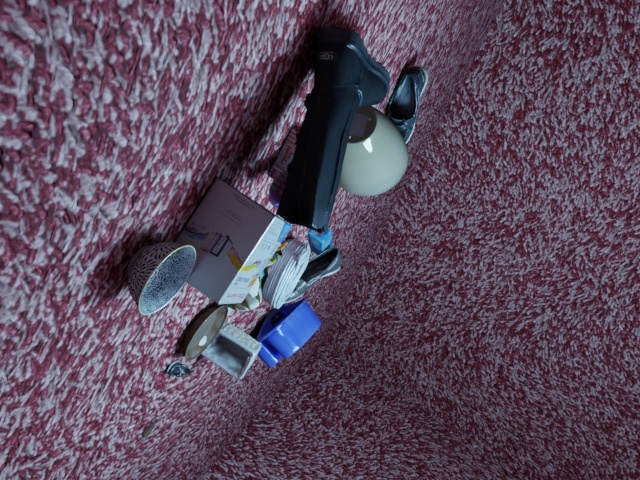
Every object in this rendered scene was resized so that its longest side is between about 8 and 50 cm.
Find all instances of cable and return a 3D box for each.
[{"bbox_3d":[-0.124,0.118,2.077,0.257,0.089,0.257,-61,174,-6],"label":"cable"}]

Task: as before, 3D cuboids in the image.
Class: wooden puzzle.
[{"bbox_3d":[-0.559,0.616,1.890,0.083,0.006,0.049,-49,165,-32],"label":"wooden puzzle"}]

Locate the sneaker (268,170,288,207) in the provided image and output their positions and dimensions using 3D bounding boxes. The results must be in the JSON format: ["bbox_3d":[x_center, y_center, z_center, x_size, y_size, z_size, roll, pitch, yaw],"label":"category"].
[{"bbox_3d":[-0.056,-0.145,1.543,0.236,0.095,0.104,-46,171,-40],"label":"sneaker"}]

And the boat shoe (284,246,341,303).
[{"bbox_3d":[-0.054,0.127,2.286,0.335,0.112,0.095,-30,146,-28],"label":"boat shoe"}]

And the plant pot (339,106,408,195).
[{"bbox_3d":[0.125,-0.294,1.723,0.256,0.256,0.274,-56,163,-4],"label":"plant pot"}]

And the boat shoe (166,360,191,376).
[{"bbox_3d":[-0.430,0.397,1.766,0.046,0.038,0.125,-55,167,-9],"label":"boat shoe"}]

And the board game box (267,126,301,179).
[{"bbox_3d":[-0.060,-0.234,1.611,0.147,0.045,0.193,-60,167,16],"label":"board game box"}]

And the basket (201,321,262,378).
[{"bbox_3d":[-0.291,0.357,1.920,0.113,0.167,0.103,-60,173,16],"label":"basket"}]

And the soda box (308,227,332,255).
[{"bbox_3d":[0.000,0.000,2.343,0.067,0.071,0.210,-52,167,-15],"label":"soda box"}]

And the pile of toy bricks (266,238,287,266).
[{"bbox_3d":[-0.180,0.015,1.693,0.105,0.118,0.212,-18,167,-25],"label":"pile of toy bricks"}]

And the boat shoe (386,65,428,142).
[{"bbox_3d":[0.306,-0.486,2.191,0.113,0.127,0.340,-37,155,-54],"label":"boat shoe"}]

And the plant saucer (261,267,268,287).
[{"bbox_3d":[-0.216,0.146,2.003,0.119,0.021,0.119,-53,167,-17],"label":"plant saucer"}]

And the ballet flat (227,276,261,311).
[{"bbox_3d":[-0.217,0.136,1.684,0.123,0.123,0.348,-49,160,-31],"label":"ballet flat"}]

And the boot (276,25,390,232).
[{"bbox_3d":[0.040,-0.236,1.430,0.367,0.146,0.445,15,84,-65],"label":"boot"}]

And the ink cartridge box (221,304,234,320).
[{"bbox_3d":[-0.299,0.225,1.863,0.063,0.029,0.115,-37,156,-55],"label":"ink cartridge box"}]

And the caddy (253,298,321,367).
[{"bbox_3d":[-0.156,0.372,2.440,0.241,0.179,0.341,-39,-179,37],"label":"caddy"}]

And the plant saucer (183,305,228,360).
[{"bbox_3d":[-0.355,0.272,1.755,0.198,0.036,0.198,-52,166,-19],"label":"plant saucer"}]

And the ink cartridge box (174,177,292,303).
[{"bbox_3d":[-0.211,0.009,1.349,0.233,0.168,0.171,-56,168,1],"label":"ink cartridge box"}]

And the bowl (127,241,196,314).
[{"bbox_3d":[-0.341,0.062,1.193,0.170,0.080,0.170,-53,166,-19],"label":"bowl"}]
